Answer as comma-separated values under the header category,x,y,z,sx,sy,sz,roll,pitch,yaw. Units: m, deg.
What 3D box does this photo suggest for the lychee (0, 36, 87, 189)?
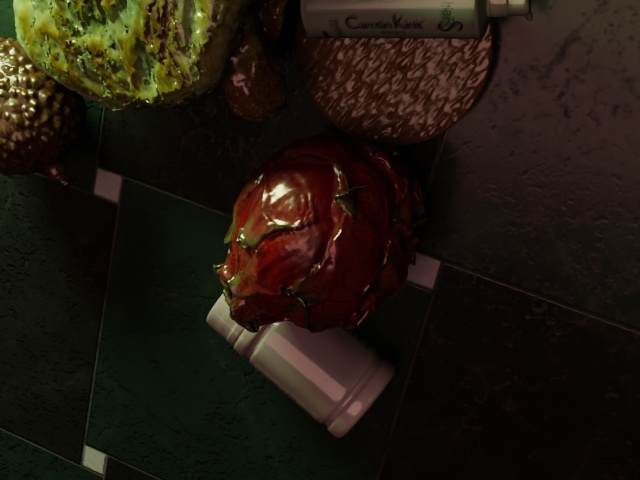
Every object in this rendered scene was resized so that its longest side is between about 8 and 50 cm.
category,x,y,z,sx,sy,sz,roll,pitch,yaw
lychee,-0.424,-0.174,1.325,0.200,0.200,0.238,-29,91,28

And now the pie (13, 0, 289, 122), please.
category,x,y,z,sx,sy,sz,roll,pitch,yaw
pie,-0.223,-0.342,1.132,0.418,0.180,0.395,15,110,29

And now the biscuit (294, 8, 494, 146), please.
category,x,y,z,sx,sy,sz,roll,pitch,yaw
biscuit,0.091,-0.247,1.174,0.261,0.037,0.262,7,109,20

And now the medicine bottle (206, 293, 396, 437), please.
category,x,y,z,sx,sy,sz,roll,pitch,yaw
medicine bottle,-0.027,0.147,1.303,0.249,0.133,0.133,39,118,4

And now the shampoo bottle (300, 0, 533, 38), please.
category,x,y,z,sx,sy,sz,roll,pitch,yaw
shampoo bottle,0.111,-0.277,1.087,0.262,0.085,0.085,5,109,20

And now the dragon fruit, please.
category,x,y,z,sx,sy,sz,roll,pitch,yaw
dragon fruit,0.000,0.000,1.171,0.299,0.244,0.244,-45,87,-1
